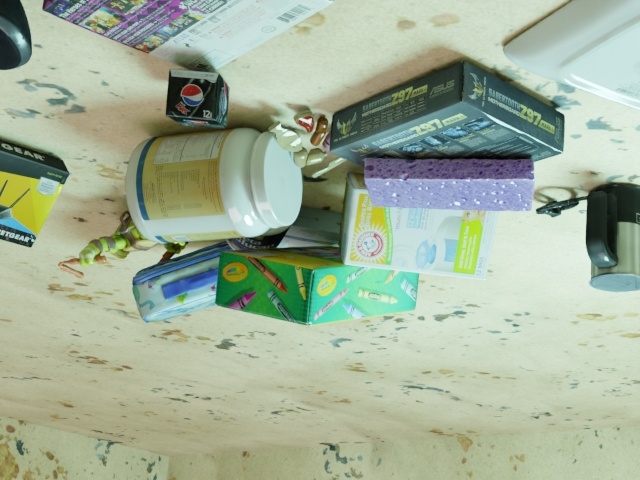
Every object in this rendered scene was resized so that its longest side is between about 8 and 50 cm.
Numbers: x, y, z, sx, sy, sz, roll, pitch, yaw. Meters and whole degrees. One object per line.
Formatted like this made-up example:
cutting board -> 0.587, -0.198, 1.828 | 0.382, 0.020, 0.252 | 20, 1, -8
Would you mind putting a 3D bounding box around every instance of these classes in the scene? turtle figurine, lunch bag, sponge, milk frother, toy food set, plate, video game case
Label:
turtle figurine -> -0.259, -0.014, 1.839 | 0.217, 0.087, 0.269 | -18, 173, 40
lunch bag -> -0.193, 0.064, 1.907 | 0.219, 0.090, 0.176 | -18, 177, -5
sponge -> 0.164, -0.070, 1.494 | 0.210, 0.031, 0.117 | 1, 162, 10
milk frother -> 0.382, -0.001, 1.666 | 0.129, 0.134, 0.143 | 17, 157, -31
toy food set -> -0.011, -0.132, 1.521 | 0.078, 0.019, 0.122 | -28, 142, 8
plate -> 0.379, -0.199, 1.244 | 0.277, 0.045, 0.278 | 13, 159, -26
video game case -> -0.136, -0.252, 1.200 | 0.210, 0.042, 0.232 | 17, 157, -35

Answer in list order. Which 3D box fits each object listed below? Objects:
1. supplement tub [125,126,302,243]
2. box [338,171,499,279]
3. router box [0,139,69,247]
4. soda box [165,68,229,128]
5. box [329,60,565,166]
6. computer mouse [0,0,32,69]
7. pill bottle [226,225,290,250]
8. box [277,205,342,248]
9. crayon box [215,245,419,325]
supplement tub -> -0.139, -0.073, 1.555 | 0.200, 0.144, 0.144 | -4, 159, 22
box -> 0.132, -0.021, 1.642 | 0.203, 0.114, 0.103 | 7, -165, -6
router box -> -0.462, -0.075, 1.651 | 0.179, 0.046, 0.133 | 18, 112, -35
soda box -> -0.139, -0.161, 1.361 | 0.060, 0.053, 0.169 | 5, -177, -1
box -> 0.153, -0.132, 1.455 | 0.183, 0.059, 0.233 | 19, 157, -36
computer mouse -> -0.397, -0.271, 1.178 | 0.188, 0.072, 0.272 | -13, 142, 45
pill bottle -> -0.084, -0.043, 1.705 | 0.094, 0.094, 0.169 | 8, 160, -10
box -> 0.000, 0.000, 1.894 | 0.145, 0.038, 0.186 | 9, 161, -14
crayon box -> 0.002, 0.060, 1.703 | 0.165, 0.081, 0.278 | 10, -173, 35
